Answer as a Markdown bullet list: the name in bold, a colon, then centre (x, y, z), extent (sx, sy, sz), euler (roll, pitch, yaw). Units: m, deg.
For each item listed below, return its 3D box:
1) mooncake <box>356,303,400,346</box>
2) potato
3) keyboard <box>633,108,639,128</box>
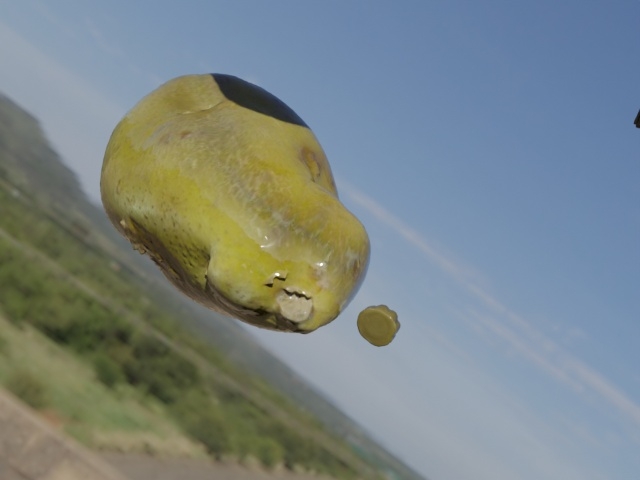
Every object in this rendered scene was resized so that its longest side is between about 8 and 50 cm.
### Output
- **mooncake**: centre (-0.006, -0.001, 2.210), extent (0.057, 0.150, 0.347), euler (8, 61, -62)
- **potato**: centre (-0.077, -0.030, 1.543), extent (0.218, 0.202, 0.351), euler (31, 14, -37)
- **keyboard**: centre (0.353, -0.174, 1.501), extent (0.196, 0.074, 0.015), euler (102, -20, -50)
